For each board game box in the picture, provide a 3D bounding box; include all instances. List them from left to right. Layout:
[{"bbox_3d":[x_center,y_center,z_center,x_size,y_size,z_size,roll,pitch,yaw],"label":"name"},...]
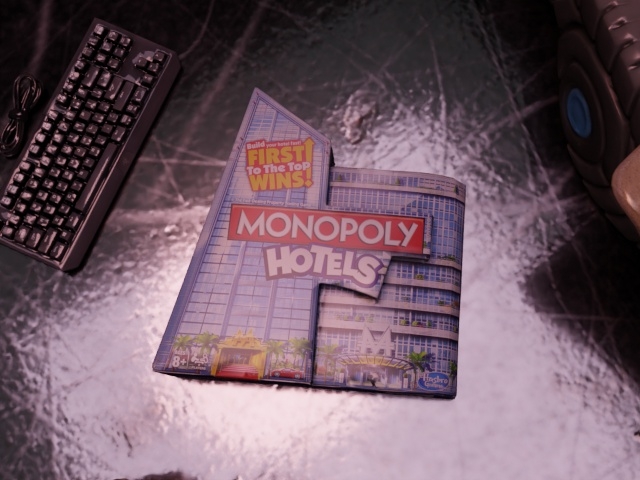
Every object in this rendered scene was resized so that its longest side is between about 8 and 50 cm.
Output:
[{"bbox_3d":[0.000,0.000,0.554,0.194,0.060,0.194,3,78,5],"label":"board game box"}]

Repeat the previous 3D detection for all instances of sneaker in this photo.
[{"bbox_3d":[0.221,-0.151,0.544,0.140,0.125,0.341,-13,80,-7],"label":"sneaker"}]

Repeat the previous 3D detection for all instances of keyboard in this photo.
[{"bbox_3d":[-0.186,-0.077,0.604,0.108,0.023,0.180,23,78,9],"label":"keyboard"}]

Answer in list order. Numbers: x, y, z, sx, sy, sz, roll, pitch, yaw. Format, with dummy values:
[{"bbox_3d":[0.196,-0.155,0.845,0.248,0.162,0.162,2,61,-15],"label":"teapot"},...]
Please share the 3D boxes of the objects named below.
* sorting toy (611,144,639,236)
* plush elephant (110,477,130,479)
[{"bbox_3d":[0.325,-0.037,0.493,0.307,0.041,0.229,-41,112,-13],"label":"sorting toy"},{"bbox_3d":[-0.098,0.268,0.416,0.272,0.255,0.330,-42,115,-44],"label":"plush elephant"}]
